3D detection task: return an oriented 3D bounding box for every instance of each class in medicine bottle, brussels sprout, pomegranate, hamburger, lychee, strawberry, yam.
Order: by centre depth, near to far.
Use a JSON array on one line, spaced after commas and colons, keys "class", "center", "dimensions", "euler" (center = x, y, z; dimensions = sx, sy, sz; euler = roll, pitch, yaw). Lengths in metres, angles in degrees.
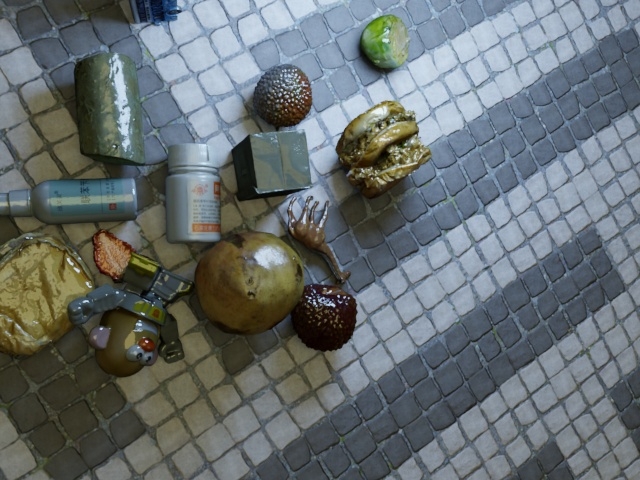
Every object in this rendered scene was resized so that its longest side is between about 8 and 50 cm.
[{"class": "hamburger", "center": [-0.691, 0.127, 1.560], "dimensions": [0.283, 0.145, 0.259], "euler": [-36, 104, -20]}, {"class": "medicine bottle", "center": [-0.632, -0.094, 1.602], "dimensions": [0.352, 0.110, 0.110], "euler": [-3, 89, -18]}, {"class": "yam", "center": [-0.520, -0.313, 1.623], "dimensions": [0.161, 0.161, 0.267], "euler": [-5, 90, -18]}, {"class": "pomegranate", "center": [-0.179, 0.110, 1.661], "dimensions": [0.282, 0.281, 0.280], "euler": [1, 88, -18]}, {"class": "strawberry", "center": [-0.520, 0.040, 1.668], "dimensions": [0.104, 0.048, 0.152], "euler": [-29, 93, -12]}, {"class": "medicine bottle", "center": [-0.327, -0.117, 1.687], "dimensions": [0.145, 0.144, 0.251], "euler": [-3, 90, -18]}, {"class": "lychee", "center": [-0.102, -0.381, 1.772], "dimensions": [0.165, 0.197, 0.165], "euler": [5, 53, -7]}, {"class": "lychee", "center": [0.008, 0.211, 1.777], "dimensions": [0.188, 0.188, 0.188], "euler": [1, 88, -18]}, {"class": "hamburger", "center": [0.183, -0.253, 1.809], "dimensions": [0.245, 0.260, 0.211], "euler": [-28, 81, -48]}, {"class": "brussels sprout", "center": [0.179, -0.569, 1.885], "dimensions": [0.152, 0.122, 0.149], "euler": [-1, 97, -53]}]

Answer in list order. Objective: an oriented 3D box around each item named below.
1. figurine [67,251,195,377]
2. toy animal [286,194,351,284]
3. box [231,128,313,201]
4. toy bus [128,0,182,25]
[{"class": "figurine", "center": [-0.447, 0.194, 1.604], "dimensions": [0.343, 0.167, 0.284], "euler": [32, 75, -26]}, {"class": "toy animal", "center": [0.000, 0.000, 1.836], "dimensions": [0.224, 0.066, 0.229], "euler": [11, 74, -36]}, {"class": "box", "center": [-0.133, -0.189, 1.706], "dimensions": [0.156, 0.231, 0.148], "euler": [-8, 91, -18]}, {"class": "toy bus", "center": [-0.409, -0.621, 1.600], "dimensions": [0.131, 0.297, 0.106], "euler": [-12, 92, -12]}]
